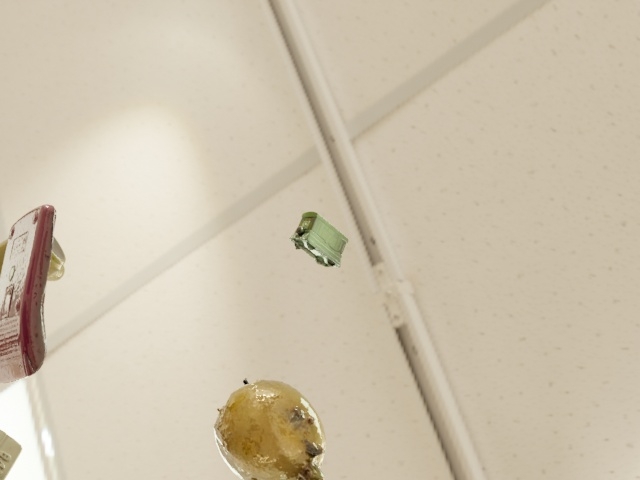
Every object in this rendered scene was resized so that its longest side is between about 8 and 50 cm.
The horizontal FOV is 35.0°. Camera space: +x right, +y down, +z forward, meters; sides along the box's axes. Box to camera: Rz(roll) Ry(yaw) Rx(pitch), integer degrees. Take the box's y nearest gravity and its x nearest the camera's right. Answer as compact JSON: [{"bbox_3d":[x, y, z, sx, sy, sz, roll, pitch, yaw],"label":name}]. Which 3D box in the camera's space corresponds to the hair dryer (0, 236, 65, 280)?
[{"bbox_3d":[-0.477,0.041,1.703,0.135,0.278,0.090,-34,-93,1],"label":"hair dryer"}]

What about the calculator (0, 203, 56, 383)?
[{"bbox_3d":[-0.327,0.059,1.108,0.126,0.034,0.191,-20,-116,55],"label":"calculator"}]

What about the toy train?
[{"bbox_3d":[0.000,0.000,1.462,0.038,0.093,0.056,2,-118,46],"label":"toy train"}]

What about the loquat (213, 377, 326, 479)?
[{"bbox_3d":[-0.066,0.291,1.488,0.149,0.172,0.204,-42,-129,-20],"label":"loquat"}]

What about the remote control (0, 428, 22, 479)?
[{"bbox_3d":[-0.565,0.399,1.598,0.049,0.090,0.230,-42,-164,50],"label":"remote control"}]
